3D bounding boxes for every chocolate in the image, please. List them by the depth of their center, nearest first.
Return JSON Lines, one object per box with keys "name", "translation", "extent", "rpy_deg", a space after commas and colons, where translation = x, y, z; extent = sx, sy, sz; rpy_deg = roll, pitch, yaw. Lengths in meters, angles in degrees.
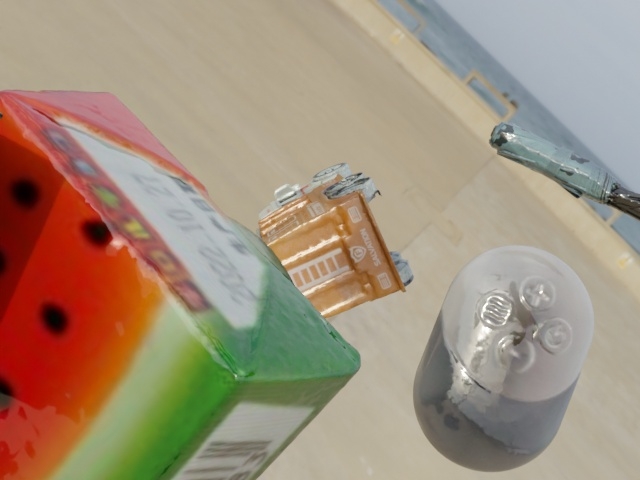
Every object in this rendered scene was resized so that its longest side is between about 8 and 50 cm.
{"name": "chocolate", "translation": [-0.214, 0.103, 0.646], "extent": [0.341, 0.360, 0.161], "rpy_deg": [46, 11, 19]}

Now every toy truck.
{"name": "toy truck", "translation": [0.000, 0.000, 1.302], "extent": [0.387, 0.206, 0.173], "rpy_deg": [-121, -174, -78]}

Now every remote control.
{"name": "remote control", "translation": [0.263, 0.168, 1.170], "extent": [0.221, 0.332, 0.103], "rpy_deg": [22, -4, 1]}

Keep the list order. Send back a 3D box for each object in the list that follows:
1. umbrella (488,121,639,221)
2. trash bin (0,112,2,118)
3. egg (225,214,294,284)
{"name": "umbrella", "translation": [0.353, -0.095, 1.155], "extent": [0.250, 0.053, 0.052], "rpy_deg": [32, 50, 15]}
{"name": "trash bin", "translation": [-0.315, -0.007, 0.469], "extent": [0.164, 0.241, 0.122], "rpy_deg": [20, -8, 43]}
{"name": "egg", "translation": [-0.189, 0.145, 0.956], "extent": [0.344, 0.428, 0.345], "rpy_deg": [6, 54, -8]}
